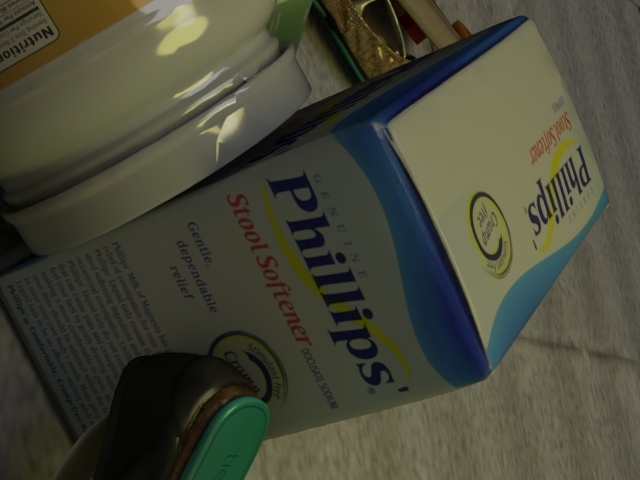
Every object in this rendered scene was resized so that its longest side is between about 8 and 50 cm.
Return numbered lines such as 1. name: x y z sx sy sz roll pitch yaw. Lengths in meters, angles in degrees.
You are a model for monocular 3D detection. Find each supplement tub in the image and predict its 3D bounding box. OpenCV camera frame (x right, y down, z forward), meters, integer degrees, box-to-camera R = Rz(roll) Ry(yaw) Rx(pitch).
1. supplement tub: -0.164 -0.173 0.675 0.316 0.228 0.228 60 34 -15

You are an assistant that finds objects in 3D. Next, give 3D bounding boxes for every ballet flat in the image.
1. ballet flat: 0.024 -0.222 1.120 0.206 0.067 0.073 51 3 -33
2. ballet flat: -0.119 0.187 0.640 0.280 0.096 0.095 -65 150 -7

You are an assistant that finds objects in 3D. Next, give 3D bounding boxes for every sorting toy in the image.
1. sorting toy: 0.075 -0.263 1.215 0.347 0.047 0.196 45 19 -31

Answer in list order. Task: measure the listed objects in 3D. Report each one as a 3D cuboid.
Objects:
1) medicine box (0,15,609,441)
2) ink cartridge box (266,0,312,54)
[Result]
1. medicine box: 0.000 0.000 0.761 0.149 0.289 0.263 64 33 -9
2. ink cartridge box: -0.091 -0.217 0.876 0.056 0.171 0.235 -24 73 -20
